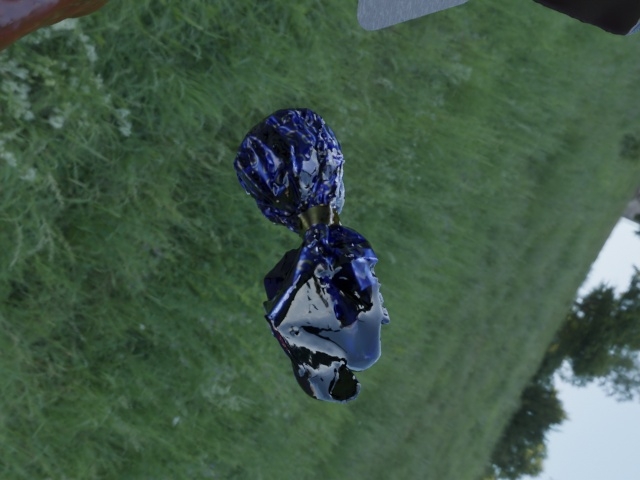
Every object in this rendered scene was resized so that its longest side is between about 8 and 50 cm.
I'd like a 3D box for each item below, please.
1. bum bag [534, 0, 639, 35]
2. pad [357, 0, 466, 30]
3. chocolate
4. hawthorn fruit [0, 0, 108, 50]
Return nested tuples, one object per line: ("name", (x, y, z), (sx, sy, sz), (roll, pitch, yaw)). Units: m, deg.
("bum bag", (0.231, -0.248, 0.454), (0.026, 0.109, 0.159), (-12, 131, -46))
("pad", (0.117, -0.326, 0.548), (0.176, 0.002, 0.266), (-24, 148, -21))
("chocolate", (-0.001, 0.005, 0.597), (0.126, 0.148, 0.343), (-46, -142, 27))
("hawthorn fruit", (-0.257, -0.272, 0.363), (0.277, 0.276, 0.298), (-59, 155, -28))
